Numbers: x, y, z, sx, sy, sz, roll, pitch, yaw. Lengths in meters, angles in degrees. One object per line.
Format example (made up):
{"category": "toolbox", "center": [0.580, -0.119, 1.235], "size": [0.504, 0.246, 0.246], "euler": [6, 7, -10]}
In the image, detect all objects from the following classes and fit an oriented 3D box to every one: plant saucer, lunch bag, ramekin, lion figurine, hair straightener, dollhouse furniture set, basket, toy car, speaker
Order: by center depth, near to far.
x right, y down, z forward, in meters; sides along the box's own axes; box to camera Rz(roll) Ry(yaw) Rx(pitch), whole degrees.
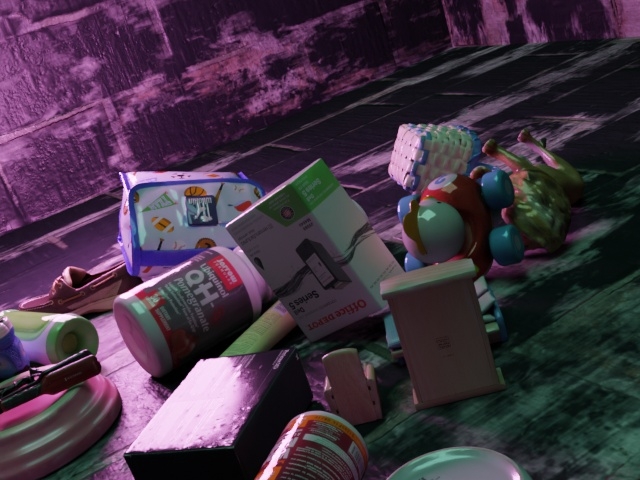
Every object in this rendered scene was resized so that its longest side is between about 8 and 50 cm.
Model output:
{"category": "ramekin", "center": [0.148, 0.314, 0.903], "size": [0.207, 0.109, 0.207], "euler": [-16, 20, 6]}
{"category": "dollhouse furniture set", "center": [0.137, 0.106, 1.349], "size": [0.286, 0.198, 0.303], "euler": [-15, 19, 7]}
{"category": "hair straightener", "center": [-0.503, 0.260, 1.490], "size": [0.230, 0.047, 0.089], "euler": [-30, 22, -20]}
{"category": "plant saucer", "center": [-0.529, 0.321, 1.523], "size": [0.332, 0.084, 0.332], "euler": [-15, 20, 6]}
{"category": "toy car", "center": [0.215, -0.033, 1.531], "size": [0.219, 0.210, 0.238], "euler": [-15, -16, 32]}
{"category": "lion figurine", "center": [0.457, -0.110, 1.730], "size": [0.240, 0.142, 0.392], "euler": [40, 40, 22]}
{"category": "speaker", "center": [-0.610, 0.214, 1.824], "size": [0.296, 0.131, 0.131], "euler": [-1, 25, 40]}
{"category": "lunch bag", "center": [-0.297, -0.036, 1.974], "size": [0.328, 0.239, 0.385], "euler": [-2, 20, -16]}
{"category": "basket", "center": [0.317, -0.167, 1.981], "size": [0.289, 0.201, 0.255], "euler": [8, 14, -10]}

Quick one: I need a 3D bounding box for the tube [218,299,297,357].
{"category": "tube", "center": [-0.119, 0.188, 1.576], "size": [0.240, 0.062, 0.070], "euler": [-41, -14, -39]}

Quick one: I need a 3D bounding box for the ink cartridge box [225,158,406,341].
{"category": "ink cartridge box", "center": [-0.007, 0.023, 1.519], "size": [0.198, 0.273, 0.115], "euler": [-31, 8, 42]}

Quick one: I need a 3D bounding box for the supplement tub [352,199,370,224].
{"category": "supplement tub", "center": [0.000, 0.000, 1.840], "size": [0.200, 0.144, 0.144], "euler": [-32, 24, -36]}

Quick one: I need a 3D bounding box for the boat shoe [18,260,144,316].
{"category": "boat shoe", "center": [-0.597, 0.118, 2.074], "size": [0.342, 0.123, 0.123], "euler": [-12, 20, 16]}

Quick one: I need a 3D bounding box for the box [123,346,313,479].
{"category": "box", "center": [-0.143, 0.276, 1.275], "size": [0.184, 0.103, 0.261], "euler": [-12, 19, 24]}

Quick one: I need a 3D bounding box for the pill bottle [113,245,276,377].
{"category": "pill bottle", "center": [-0.228, 0.119, 1.666], "size": [0.318, 0.176, 0.176], "euler": [-29, 22, -29]}

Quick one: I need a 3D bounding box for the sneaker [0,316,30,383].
{"category": "sneaker", "center": [-0.689, 0.272, 1.736], "size": [0.130, 0.147, 0.330], "euler": [-36, 6, -39]}

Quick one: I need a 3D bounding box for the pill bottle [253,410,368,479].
{"category": "pill bottle", "center": [-0.027, 0.317, 1.029], "size": [0.121, 0.121, 0.221], "euler": [-9, 21, 24]}
